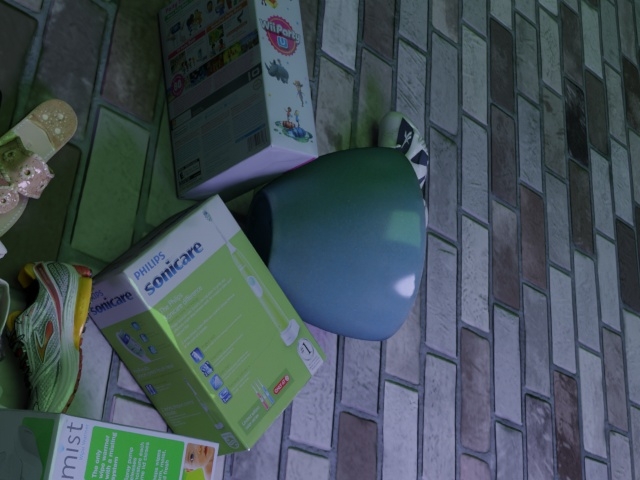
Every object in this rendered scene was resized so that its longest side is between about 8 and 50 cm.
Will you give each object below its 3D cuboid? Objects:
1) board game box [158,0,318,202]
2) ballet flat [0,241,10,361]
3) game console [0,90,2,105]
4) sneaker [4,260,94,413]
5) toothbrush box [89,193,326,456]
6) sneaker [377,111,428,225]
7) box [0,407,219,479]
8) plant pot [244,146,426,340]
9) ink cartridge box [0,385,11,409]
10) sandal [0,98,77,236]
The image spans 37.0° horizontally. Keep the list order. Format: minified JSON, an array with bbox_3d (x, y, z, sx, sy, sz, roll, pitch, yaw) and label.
[{"bbox_3d":[-0.123,-0.231,1.372,0.097,0.224,0.303,6,71,-44],"label":"board game box"},{"bbox_3d":[-0.395,0.039,1.089,0.079,0.077,0.221,5,69,-47],"label":"ballet flat"},{"bbox_3d":[-0.447,-0.157,1.120,0.122,0.071,0.107,40,36,-46],"label":"game console"},{"bbox_3d":[-0.333,0.129,1.126,0.092,0.088,0.225,16,58,-27],"label":"sneaker"},{"bbox_3d":[-0.152,0.116,1.277,0.283,0.122,0.206,58,43,-13],"label":"toothbrush box"},{"bbox_3d":[0.111,-0.124,1.665,0.153,0.094,0.235,12,76,-52],"label":"sneaker"},{"bbox_3d":[-0.249,0.326,1.020,0.231,0.127,0.262,27,66,-47],"label":"box"},{"bbox_3d":[0.000,0.000,1.397,0.195,0.290,0.290,4,70,-21],"label":"plant pot"},{"bbox_3d":[-0.400,0.217,1.023,0.104,0.061,0.181,34,52,-33],"label":"ink cartridge box"},{"bbox_3d":[-0.363,-0.101,1.178,0.088,0.079,0.240,45,47,-23],"label":"sandal"}]
